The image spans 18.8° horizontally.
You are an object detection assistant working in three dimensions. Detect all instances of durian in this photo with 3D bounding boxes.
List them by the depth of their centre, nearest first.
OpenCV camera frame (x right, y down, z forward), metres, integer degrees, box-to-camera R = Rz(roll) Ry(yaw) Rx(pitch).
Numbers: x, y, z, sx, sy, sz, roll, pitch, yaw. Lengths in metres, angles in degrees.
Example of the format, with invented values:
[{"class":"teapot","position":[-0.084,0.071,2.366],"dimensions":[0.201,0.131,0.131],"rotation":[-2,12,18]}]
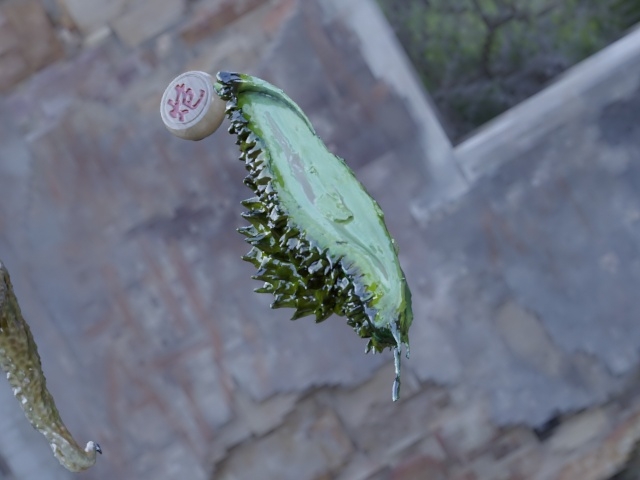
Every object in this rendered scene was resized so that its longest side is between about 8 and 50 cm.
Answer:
[{"class":"durian","position":[-0.002,-0.002,1.778],"dimensions":[0.132,0.375,0.107],"rotation":[-22,-27,-21]}]

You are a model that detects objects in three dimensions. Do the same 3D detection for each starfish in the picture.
[{"class":"starfish","position":[-0.378,0.072,2.107],"dimensions":[0.082,0.432,0.324],"rotation":[-25,-2,3]}]

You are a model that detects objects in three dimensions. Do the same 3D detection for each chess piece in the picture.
[{"class":"chess piece","position":[-0.149,-0.159,2.280],"dimensions":[0.083,0.084,0.038],"rotation":[-28,-31,24]}]
